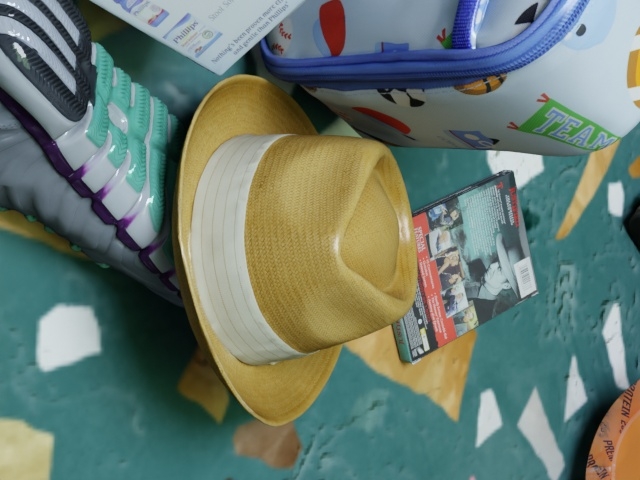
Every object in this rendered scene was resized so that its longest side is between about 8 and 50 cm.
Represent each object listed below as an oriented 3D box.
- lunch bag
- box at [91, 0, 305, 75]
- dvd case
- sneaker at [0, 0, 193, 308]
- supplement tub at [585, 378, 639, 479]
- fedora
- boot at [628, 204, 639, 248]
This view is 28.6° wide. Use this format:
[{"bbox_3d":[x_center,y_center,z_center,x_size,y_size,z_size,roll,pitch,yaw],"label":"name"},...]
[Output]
[{"bbox_3d":[0.111,-0.192,0.647,0.115,0.243,0.303,33,74,-35],"label":"lunch bag"},{"bbox_3d":[-0.078,-0.166,0.575,0.137,0.072,0.126,28,38,-36],"label":"box"},{"bbox_3d":[0.087,0.014,0.788,0.119,0.013,0.087,-25,108,-33],"label":"dvd case"},{"bbox_3d":[-0.123,-0.035,0.597,0.224,0.098,0.083,57,25,-47],"label":"sneaker"},{"bbox_3d":[0.342,0.196,0.886,0.316,0.193,0.194,21,80,-36],"label":"supplement tub"},{"bbox_3d":[0.000,0.000,0.635,0.194,0.079,0.194,-8,90,-66],"label":"fedora"},{"bbox_3d":[0.355,-0.034,0.945,0.263,0.091,0.229,47,66,-28],"label":"boot"}]
